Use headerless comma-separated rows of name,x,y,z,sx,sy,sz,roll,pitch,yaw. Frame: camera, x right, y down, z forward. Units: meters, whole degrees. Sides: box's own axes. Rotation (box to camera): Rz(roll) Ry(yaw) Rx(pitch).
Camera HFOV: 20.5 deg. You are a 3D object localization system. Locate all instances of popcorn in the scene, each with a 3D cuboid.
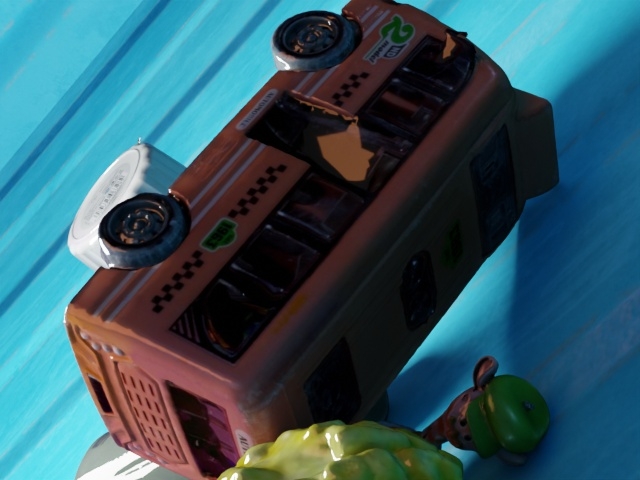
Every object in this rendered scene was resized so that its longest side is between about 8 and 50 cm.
popcorn,0.027,0.223,1.246,0.235,0.216,0.181,109,152,-64

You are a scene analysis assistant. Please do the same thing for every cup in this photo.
cup,-0.167,0.000,1.975,0.167,0.202,0.221,-55,22,-3

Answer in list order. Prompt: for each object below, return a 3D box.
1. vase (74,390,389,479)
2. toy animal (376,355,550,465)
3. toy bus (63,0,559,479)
vase,-0.076,0.184,1.610,0.301,0.156,0.251,-34,24,33
toy animal,0.089,0.165,1.366,0.208,0.100,0.103,-46,-16,33
toy bus,0.000,0.000,1.451,0.233,0.203,0.427,23,57,29
